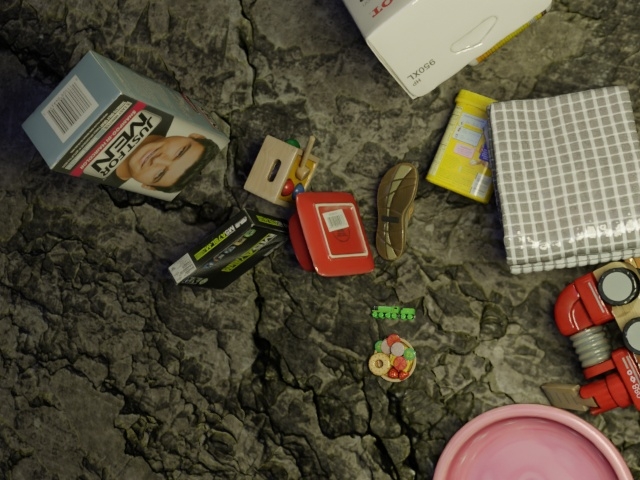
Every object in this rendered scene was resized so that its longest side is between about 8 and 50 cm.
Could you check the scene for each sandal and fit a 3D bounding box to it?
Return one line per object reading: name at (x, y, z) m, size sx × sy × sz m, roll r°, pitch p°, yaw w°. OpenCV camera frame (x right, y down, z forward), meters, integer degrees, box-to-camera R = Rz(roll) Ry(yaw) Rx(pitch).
sandal at (0.141, -0.054, 1.603) m, size 0.072 × 0.049 × 0.180 m, roll 13°, pitch 105°, yaw 28°

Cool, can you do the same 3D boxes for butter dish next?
butter dish at (0.000, 0.000, 1.613) m, size 0.118 × 0.160 × 0.160 m, roll -26°, pitch 75°, yaw 42°

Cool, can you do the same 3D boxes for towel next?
towel at (0.384, -0.102, 1.376) m, size 0.235 × 0.121 × 0.284 m, roll -10°, pitch 71°, yaw 14°

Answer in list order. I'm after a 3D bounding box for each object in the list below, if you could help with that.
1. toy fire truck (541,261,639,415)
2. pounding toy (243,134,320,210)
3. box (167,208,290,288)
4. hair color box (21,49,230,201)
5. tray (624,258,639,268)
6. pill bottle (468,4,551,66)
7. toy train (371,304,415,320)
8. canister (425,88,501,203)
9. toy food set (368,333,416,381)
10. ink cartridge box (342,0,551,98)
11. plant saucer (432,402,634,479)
toy fire truck at (0.427, 0.174, 1.378) m, size 0.246 × 0.158 × 0.217 m, roll -30°, pitch 73°, yaw 27°
pounding toy at (-0.057, -0.134, 1.642) m, size 0.100 × 0.130 × 0.141 m, roll 26°, pitch 95°, yaw 22°
box at (-0.162, 0.020, 1.642) m, size 0.190 × 0.184 × 0.045 m, roll -36°, pitch 71°, yaw 14°
hair color box at (-0.344, -0.197, 1.633) m, size 0.185 × 0.374 × 0.113 m, roll -43°, pitch 71°, yaw 13°
tray at (0.609, 0.070, 1.382) m, size 0.203 × 0.076 × 0.411 m, roll -24°, pitch 77°, yaw 18°
pill bottle at (0.283, -0.385, 1.534) m, size 0.215 × 0.117 × 0.117 m, roll -36°, pitch 73°, yaw 15°
toy train at (0.132, 0.131, 1.601) m, size 0.083 × 0.017 × 0.024 m, roll 3°, pitch 76°, yaw 23°
canister at (0.269, -0.163, 1.543) m, size 0.126 × 0.073 × 0.170 m, roll 24°, pitch 96°, yaw 22°
toy food set at (0.132, 0.213, 1.591) m, size 0.083 × 0.020 × 0.082 m, roll 24°, pitch 94°, yaw 23°
ink cartridge box at (0.170, -0.470, 1.477) m, size 0.285 × 0.166 × 0.395 m, roll -36°, pitch 44°, yaw 15°
plant saucer at (0.350, 0.432, 1.447) m, size 0.332 × 0.084 × 0.332 m, roll -2°, pitch 84°, yaw 23°
